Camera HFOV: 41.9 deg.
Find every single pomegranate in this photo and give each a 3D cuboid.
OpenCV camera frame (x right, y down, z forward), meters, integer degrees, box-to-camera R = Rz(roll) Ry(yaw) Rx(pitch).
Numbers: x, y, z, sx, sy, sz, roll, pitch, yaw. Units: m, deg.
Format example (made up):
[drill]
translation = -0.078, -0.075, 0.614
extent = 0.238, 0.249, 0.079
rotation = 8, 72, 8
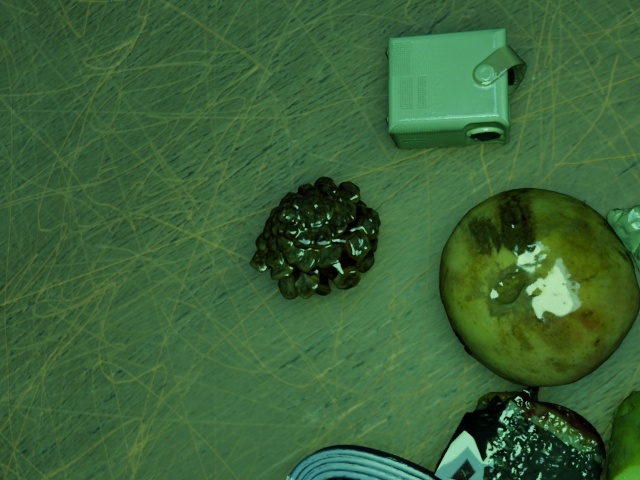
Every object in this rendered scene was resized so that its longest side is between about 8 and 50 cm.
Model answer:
[pomegranate]
translation = 0.341, 0.073, 1.331
extent = 0.322, 0.322, 0.322
rotation = -1, 81, 9

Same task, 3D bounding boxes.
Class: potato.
[potato]
translation = 0.521, 0.374, 1.307
extent = 0.141, 0.176, 0.298
rotation = -1, 76, 39

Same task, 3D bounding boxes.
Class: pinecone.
[pinecone]
translation = 0.001, 0.001, 1.438
extent = 0.202, 0.201, 0.229
rotation = 41, 86, 17

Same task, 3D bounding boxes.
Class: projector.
[projector]
translation = 0.238, -0.262, 1.460
extent = 0.242, 0.163, 0.177
rotation = -3, 82, 11

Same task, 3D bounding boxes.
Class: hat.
[hat]
translation = 0.569, 0.010, 1.411
extent = 0.122, 0.081, 0.166
rotation = -20, 89, 8

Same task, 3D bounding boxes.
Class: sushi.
[sushi]
translation = 0.325, 0.340, 1.324
extent = 0.227, 0.215, 0.212
rotation = 28, 86, 13

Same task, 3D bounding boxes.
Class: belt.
[belt]
translation = 0.107, 0.467, 1.392
extent = 0.347, 0.117, 0.212
rotation = 19, 84, 10
